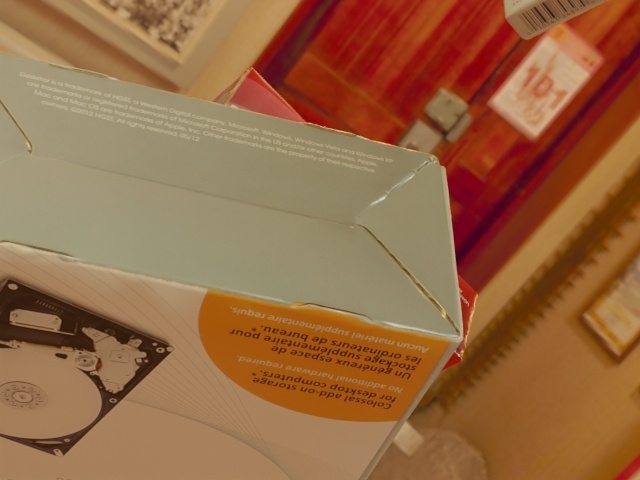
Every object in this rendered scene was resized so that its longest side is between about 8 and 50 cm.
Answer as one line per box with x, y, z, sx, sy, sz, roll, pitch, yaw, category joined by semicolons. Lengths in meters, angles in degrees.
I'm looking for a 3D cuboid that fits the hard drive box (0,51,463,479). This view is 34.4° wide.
-0.073;0.057;0.411;0.181;0.232;0.089;12;45;-12;hard drive box

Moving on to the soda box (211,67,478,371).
0.000;0.000;0.794;0.263;0.092;0.083;44;37;-16;soda box

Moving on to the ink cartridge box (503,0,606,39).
0.275;-0.328;0.997;0.045;0.223;0.224;36;43;-38;ink cartridge box
